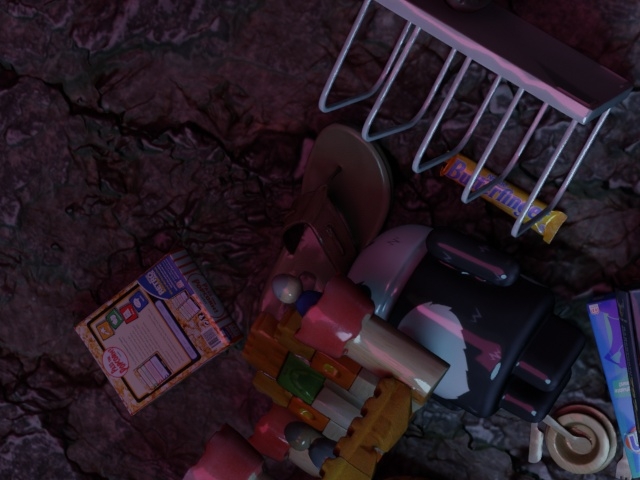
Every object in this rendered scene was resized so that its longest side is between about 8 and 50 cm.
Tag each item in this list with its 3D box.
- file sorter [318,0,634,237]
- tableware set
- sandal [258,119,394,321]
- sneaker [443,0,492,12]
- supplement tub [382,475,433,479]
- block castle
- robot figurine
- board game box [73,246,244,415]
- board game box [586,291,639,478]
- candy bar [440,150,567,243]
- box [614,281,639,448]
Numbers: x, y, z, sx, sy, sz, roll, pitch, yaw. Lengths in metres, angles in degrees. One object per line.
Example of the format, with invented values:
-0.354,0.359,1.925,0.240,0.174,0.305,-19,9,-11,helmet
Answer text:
0.164,-0.158,1.472,0.277,0.193,0.173,34,115,14,file sorter
0.301,0.291,1.583,0.128,0.039,0.194,7,103,23,tableware set
0.001,0.002,1.631,0.120,0.086,0.303,26,110,17,sandal
0.151,-0.339,1.463,0.130,0.087,0.227,-25,56,57,sneaker
0.085,0.471,1.622,0.207,0.207,0.338,25,109,18,supplement tub
-0.053,0.242,1.496,0.213,0.303,0.453,34,152,6,block castle
0.157,0.096,1.532,0.278,0.173,0.209,29,98,16,robot figurine
-0.218,0.122,1.776,0.193,0.045,0.147,-36,85,26,board game box
0.405,0.151,1.499,0.160,0.047,0.210,-15,95,21,board game box
0.212,-0.054,1.565,0.161,0.018,0.040,33,111,14,candy bar
0.443,0.120,1.418,0.232,0.059,0.183,-9,93,-2,box
